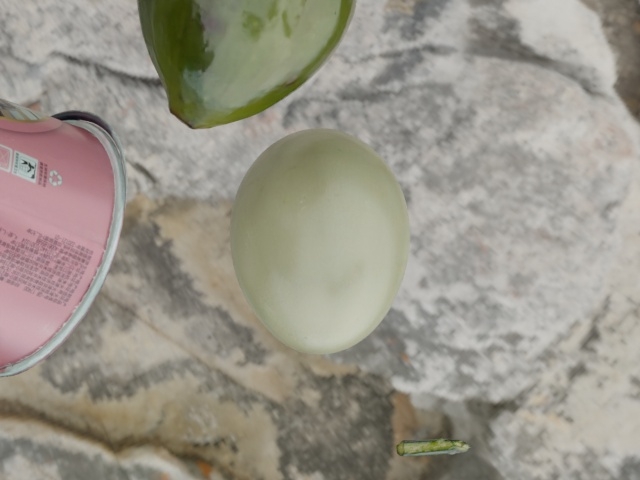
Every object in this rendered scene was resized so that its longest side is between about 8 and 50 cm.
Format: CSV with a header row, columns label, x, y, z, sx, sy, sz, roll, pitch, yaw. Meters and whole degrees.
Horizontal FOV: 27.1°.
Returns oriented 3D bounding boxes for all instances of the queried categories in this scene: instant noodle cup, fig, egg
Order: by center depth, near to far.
label,x,y,z,sx,sy,sz,roll,pitch,yaw
instant noodle cup,-0.318,-0.039,1.029,0.255,0.244,0.244,26,101,-43
fig,-0.083,-0.212,1.189,0.203,0.203,0.225,26,100,-29
egg,0.000,0.000,1.366,0.186,0.241,0.186,-4,157,-2

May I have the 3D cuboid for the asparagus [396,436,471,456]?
label,x,y,z,sx,sy,sz,roll,pitch,yaw
asparagus,0.162,0.296,1.906,0.108,0.021,0.025,-4,76,10
